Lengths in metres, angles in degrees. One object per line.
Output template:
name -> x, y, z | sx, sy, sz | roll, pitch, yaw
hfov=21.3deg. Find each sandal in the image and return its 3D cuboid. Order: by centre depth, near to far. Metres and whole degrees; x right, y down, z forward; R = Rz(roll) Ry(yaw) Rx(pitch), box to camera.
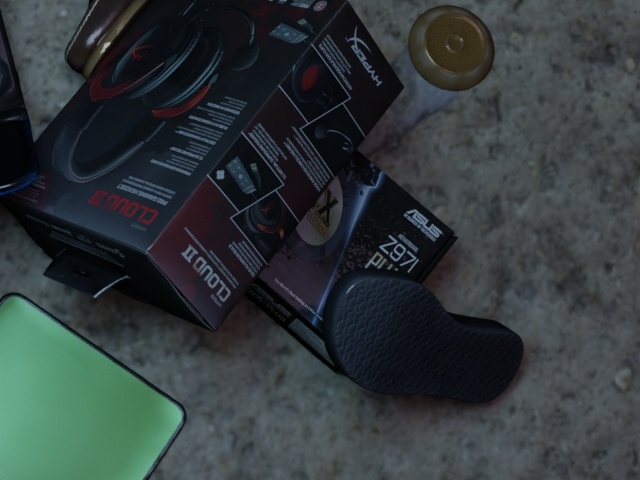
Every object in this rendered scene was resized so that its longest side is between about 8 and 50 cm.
sandal -> 0.076, 0.084, 1.416 | 0.054, 0.254, 0.097 | 34, 94, 39

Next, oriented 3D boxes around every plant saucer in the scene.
plant saucer -> 0.123, -0.180, 1.566 | 0.083, 0.015, 0.083 | 3, 77, -12

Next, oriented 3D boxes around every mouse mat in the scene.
mouse mat -> -0.225, 0.152, 1.418 | 0.189, 0.007, 0.153 | 35, 73, -4

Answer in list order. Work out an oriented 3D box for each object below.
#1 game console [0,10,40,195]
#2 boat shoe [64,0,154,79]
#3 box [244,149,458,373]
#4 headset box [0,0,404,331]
game console -> -0.385, -0.109, 1.337 | 0.293, 0.173, 0.250 | -15, 82, -8
boat shoe -> -0.167, -0.231, 1.486 | 0.073, 0.073, 0.207 | 34, 66, -2
box -> 0.000, 0.000, 1.465 | 0.180, 0.077, 0.147 | 41, 72, -1
headset box -> -0.109, -0.070, 1.378 | 0.293, 0.218, 0.110 | -52, 132, -17
